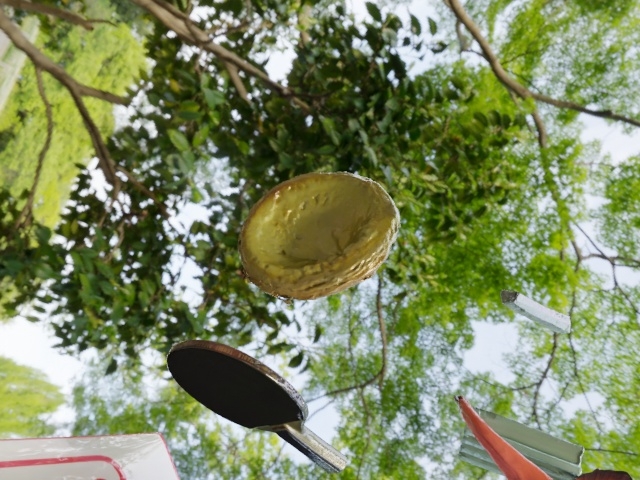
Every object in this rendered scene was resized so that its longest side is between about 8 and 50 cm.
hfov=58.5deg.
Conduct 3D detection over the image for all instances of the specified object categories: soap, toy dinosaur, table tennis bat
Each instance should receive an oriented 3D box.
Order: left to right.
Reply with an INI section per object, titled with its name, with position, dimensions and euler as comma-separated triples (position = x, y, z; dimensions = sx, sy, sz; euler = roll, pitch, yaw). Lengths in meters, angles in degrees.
[table tennis bat]
position = -0.041, 0.120, 0.405
dimensions = 0.095, 0.158, 0.014
euler = -27, -152, 41
[soap]
position = 0.354, 0.379, 1.027
dimensions = 0.198, 0.115, 0.063
euler = 17, -133, 18
[toy dinosaur]
position = 0.246, 0.252, 0.558
dimensions = 0.139, 0.070, 0.286
euler = -36, -127, 19

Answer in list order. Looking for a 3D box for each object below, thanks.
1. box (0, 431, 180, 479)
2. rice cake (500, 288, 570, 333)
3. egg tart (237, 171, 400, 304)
[box]
position = -0.298, 0.398, 0.542
dimensions = 0.314, 0.312, 0.300
euler = -52, -129, 17
[rice cake]
position = 0.376, 0.124, 0.994
dimensions = 0.033, 0.207, 0.033
euler = -16, -121, 45
[egg tart]
position = 0.000, 0.000, 1.055
dimensions = 0.314, 0.120, 0.315
euler = -9, -132, 10
